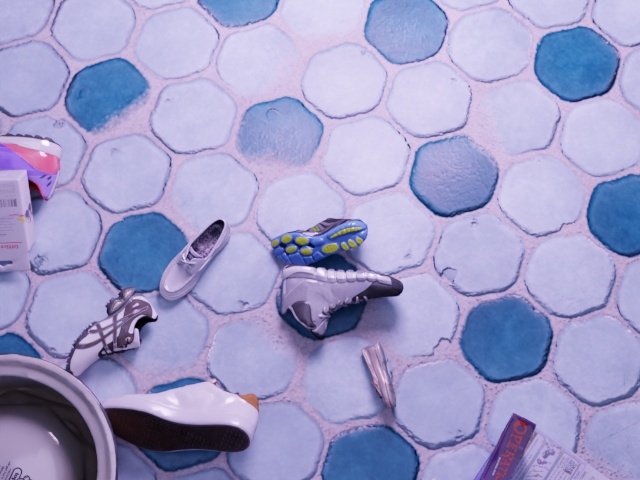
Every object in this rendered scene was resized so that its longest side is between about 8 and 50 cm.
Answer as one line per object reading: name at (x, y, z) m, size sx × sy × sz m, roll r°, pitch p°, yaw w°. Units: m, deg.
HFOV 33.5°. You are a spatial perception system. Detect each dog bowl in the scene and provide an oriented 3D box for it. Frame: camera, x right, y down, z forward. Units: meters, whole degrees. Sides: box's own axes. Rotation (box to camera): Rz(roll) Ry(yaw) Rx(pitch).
dog bowl at (-0.534, 0.407, 1.821) m, size 0.408 × 0.150 × 0.408 m, roll 0°, pitch 73°, yaw 1°

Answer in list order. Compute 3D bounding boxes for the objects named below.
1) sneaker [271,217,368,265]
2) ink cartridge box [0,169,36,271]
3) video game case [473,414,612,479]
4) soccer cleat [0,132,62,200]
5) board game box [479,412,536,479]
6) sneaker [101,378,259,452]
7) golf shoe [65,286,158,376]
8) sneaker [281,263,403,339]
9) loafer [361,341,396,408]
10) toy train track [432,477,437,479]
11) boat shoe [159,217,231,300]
sneaker at (0.000, 0.000, 1.999) m, size 0.188 × 0.078 × 0.067 m, roll -14°, pitch 102°, yaw 11°
ink cartridge box at (-0.594, -0.036, 1.983) m, size 0.104 × 0.061 × 0.181 m, roll -2°, pitch 111°, yaw 0°
video game case at (0.370, 0.484, 1.847) m, size 0.244 × 0.061 × 0.269 m, roll 35°, pitch 76°, yaw 10°
soccer cleat at (-0.655, -0.144, 2.023) m, size 0.318 × 0.108 × 0.116 m, roll 4°, pitch 77°, yaw -1°
board game box at (0.246, 0.456, 1.717) m, size 0.056 × 0.208 × 0.347 m, roll 27°, pitch 75°, yaw 8°
sneaker at (-0.248, 0.306, 1.902) m, size 0.290 × 0.106 × 0.123 m, roll 6°, pitch 37°, yaw 10°
golf shoe at (-0.379, 0.180, 1.935) m, size 0.094 × 0.077 × 0.198 m, roll 36°, pitch 77°, yaw 10°
sneaker at (0.035, 0.121, 1.956) m, size 0.228 × 0.086 × 0.132 m, roll 5°, pitch 77°, yaw 12°
loafer at (0.106, 0.248, 1.934) m, size 0.039 × 0.045 × 0.125 m, roll -18°, pitch 66°, yaw 12°
toy train track at (0.181, 0.457, 1.880) m, size 0.048 × 0.014 × 0.083 m, roll 34°, pitch 76°, yaw 10°
boat shoe at (-0.234, 0.032, 1.986) m, size 0.066 × 0.063 × 0.184 m, roll 43°, pitch 77°, yaw 12°
